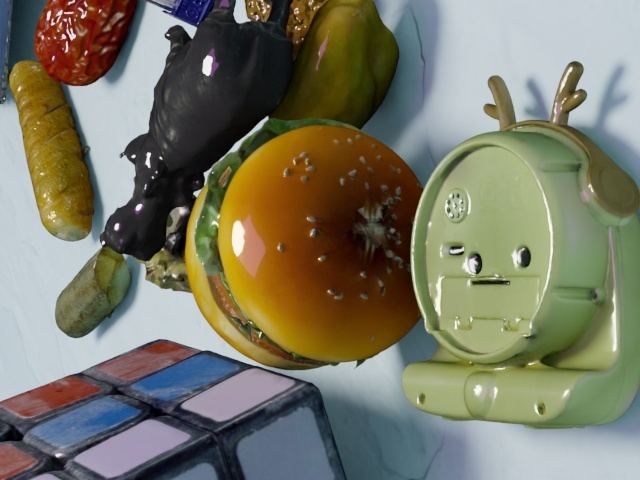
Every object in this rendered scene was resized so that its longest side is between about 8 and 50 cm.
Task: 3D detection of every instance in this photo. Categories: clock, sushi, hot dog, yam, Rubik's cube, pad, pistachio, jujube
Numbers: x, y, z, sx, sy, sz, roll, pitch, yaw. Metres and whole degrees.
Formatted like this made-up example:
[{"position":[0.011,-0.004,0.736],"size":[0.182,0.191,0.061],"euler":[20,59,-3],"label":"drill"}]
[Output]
[{"position":[0.169,0.004,1.498],"size":[0.235,0.096,0.308],"euler":[-4,83,56],"label":"clock"},{"position":[-0.125,-0.002,1.899],"size":[0.291,0.139,0.131],"euler":[17,94,57],"label":"sushi"},{"position":[-0.352,-0.124,2.287],"size":[0.061,0.088,0.286],"euler":[-48,52,37],"label":"hot dog"},{"position":[-0.278,0.064,2.179],"size":[0.146,0.069,0.070],"euler":[-42,54,45],"label":"yam"},{"position":[-0.172,0.323,1.678],"size":[0.359,0.362,0.363],"euler":[16,122,58],"label":"Rubik's cube"},{"position":[-0.452,-0.320,2.449],"size":[0.269,0.012,0.270],"euler":[-165,80,-72],"label":"pad"},{"position":[0.017,-0.154,1.708],"size":[0.189,0.100,0.110],"euler":[-58,14,35],"label":"pistachio"},{"position":[-0.289,-0.280,2.192],"size":[0.112,0.109,0.176],"euler":[34,113,11],"label":"jujube"}]

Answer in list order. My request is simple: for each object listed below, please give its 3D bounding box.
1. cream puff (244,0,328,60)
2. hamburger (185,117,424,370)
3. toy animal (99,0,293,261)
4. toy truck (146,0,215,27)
[{"position":[-0.024,-0.248,1.792],"size":[0.126,0.103,0.144],"euler":[-60,37,35],"label":"cream puff"},{"position":[0.000,0.002,1.617],"size":[0.170,0.246,0.246],"euler":[-18,73,60],"label":"hamburger"},{"position":[-0.126,-0.126,1.765],"size":[0.343,0.106,0.168],"euler":[128,150,-46],"label":"toy animal"},{"position":[-0.141,-0.356,1.860],"size":[0.268,0.155,0.124],"euler":[-83,19,-53],"label":"toy truck"}]
